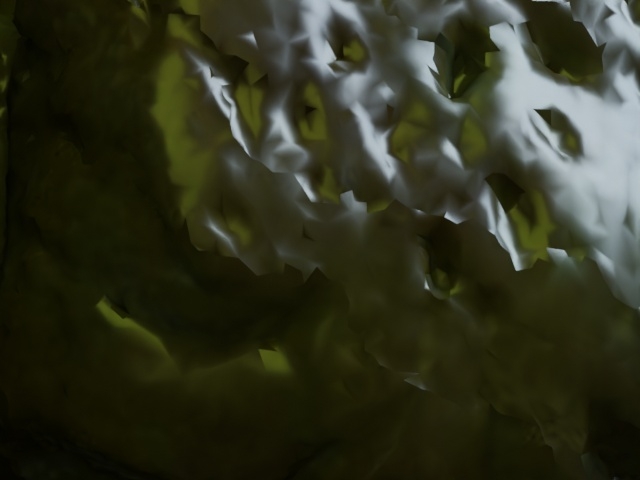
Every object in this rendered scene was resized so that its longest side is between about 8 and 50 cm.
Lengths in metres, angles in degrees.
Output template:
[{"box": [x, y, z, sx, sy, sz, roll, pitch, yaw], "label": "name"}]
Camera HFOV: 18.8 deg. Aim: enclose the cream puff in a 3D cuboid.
[{"box": [0.004, -0.006, 0.507, 0.196, 0.244, 0.244, -3, 27, 35], "label": "cream puff"}]
